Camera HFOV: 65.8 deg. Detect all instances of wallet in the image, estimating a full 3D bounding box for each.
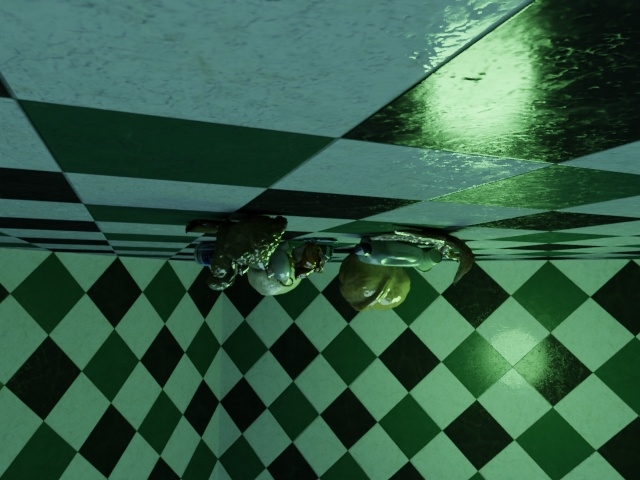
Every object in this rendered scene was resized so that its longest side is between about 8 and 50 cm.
[{"bbox_3d":[-0.272,-0.035,1.524,0.255,0.031,0.137,3,174,-33],"label":"wallet"}]

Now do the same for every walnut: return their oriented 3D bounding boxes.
[{"bbox_3d":[0.269,0.202,2.540,0.380,0.382,0.381,1,175,0],"label":"walnut"}]

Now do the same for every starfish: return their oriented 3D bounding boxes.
[{"bbox_3d":[0.377,0.031,1.677,0.383,0.132,0.398,11,-170,-9],"label":"starfish"}]

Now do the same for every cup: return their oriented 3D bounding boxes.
[{"bbox_3d":[0.537,0.093,2.460,0.120,0.120,0.141,3,165,-26],"label":"cup"}]

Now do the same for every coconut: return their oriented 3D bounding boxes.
[{"bbox_3d":[-0.212,0.124,2.206,0.237,0.238,0.266,-2,-179,23],"label":"coconut"}]

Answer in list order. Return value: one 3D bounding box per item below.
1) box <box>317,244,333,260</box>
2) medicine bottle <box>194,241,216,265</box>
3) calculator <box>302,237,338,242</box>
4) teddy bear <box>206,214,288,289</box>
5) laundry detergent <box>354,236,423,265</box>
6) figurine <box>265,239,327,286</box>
[{"bbox_3d":[0.004,0.054,2.299,0.099,0.074,0.054,-2,160,28],"label":"box"},{"bbox_3d":[-0.446,0.058,2.159,0.191,0.107,0.107,-2,174,23],"label":"medicine bottle"},{"bbox_3d":[0.000,0.000,1.960,0.141,0.019,0.094,2,175,4],"label":"calculator"},{"bbox_3d":[-0.195,0.009,1.342,0.267,0.156,0.256,-42,-161,-28],"label":"teddy bear"},{"bbox_3d":[0.244,0.043,1.885,0.214,0.105,0.280,12,-177,42],"label":"laundry detergent"},{"bbox_3d":[-0.101,0.085,2.036,0.263,0.190,0.142,-15,-179,-10],"label":"figurine"}]
